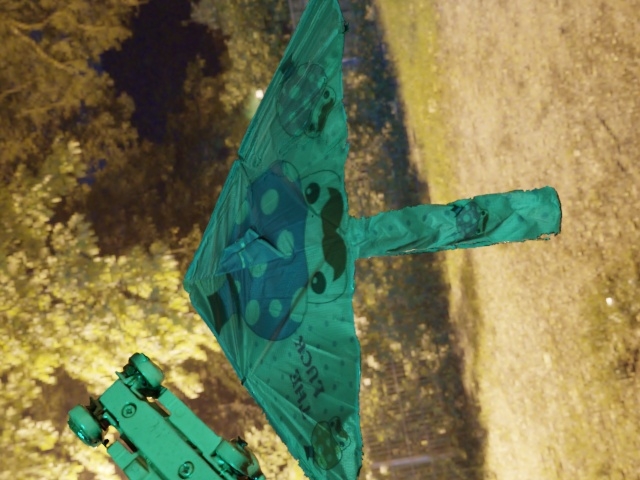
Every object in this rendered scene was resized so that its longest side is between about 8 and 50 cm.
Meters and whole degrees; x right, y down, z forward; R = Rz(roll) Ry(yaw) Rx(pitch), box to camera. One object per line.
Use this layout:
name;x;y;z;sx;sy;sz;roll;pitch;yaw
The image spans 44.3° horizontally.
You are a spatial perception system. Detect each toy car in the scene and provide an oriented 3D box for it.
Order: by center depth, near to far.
toy car;-0.103;0.139;0.525;0.143;0.073;0.054;32;159;33

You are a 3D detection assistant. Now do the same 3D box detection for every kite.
kite;0.000;0.000;0.463;0.314;0.011;0.335;-15;74;47
